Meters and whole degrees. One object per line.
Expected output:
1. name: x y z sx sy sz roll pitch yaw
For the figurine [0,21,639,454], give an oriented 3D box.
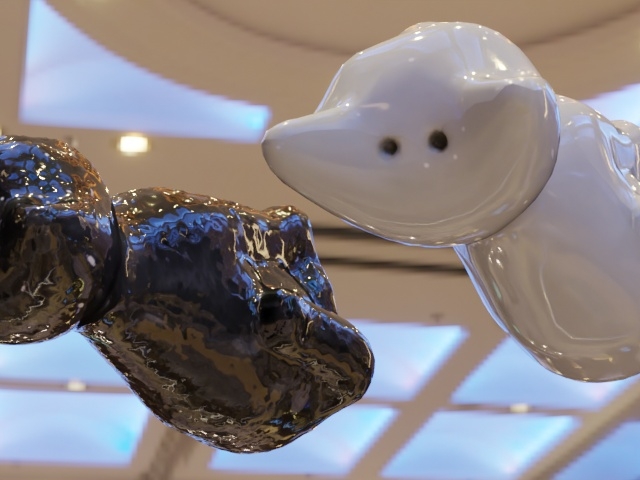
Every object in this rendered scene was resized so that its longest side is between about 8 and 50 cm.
1. figurine: 0.000 0.000 0.487 0.215 0.092 0.209 -14 -16 23
